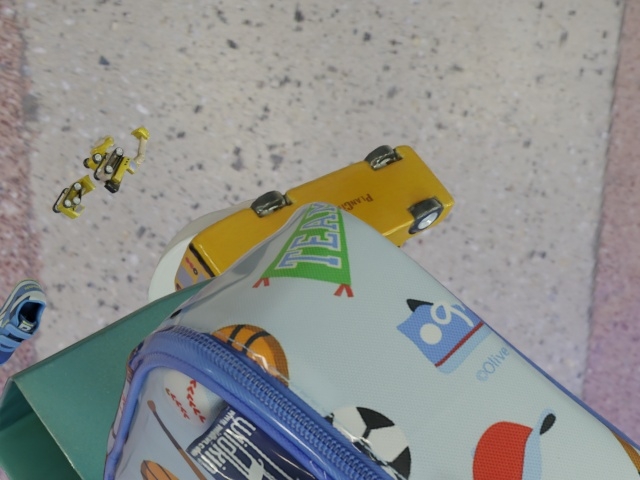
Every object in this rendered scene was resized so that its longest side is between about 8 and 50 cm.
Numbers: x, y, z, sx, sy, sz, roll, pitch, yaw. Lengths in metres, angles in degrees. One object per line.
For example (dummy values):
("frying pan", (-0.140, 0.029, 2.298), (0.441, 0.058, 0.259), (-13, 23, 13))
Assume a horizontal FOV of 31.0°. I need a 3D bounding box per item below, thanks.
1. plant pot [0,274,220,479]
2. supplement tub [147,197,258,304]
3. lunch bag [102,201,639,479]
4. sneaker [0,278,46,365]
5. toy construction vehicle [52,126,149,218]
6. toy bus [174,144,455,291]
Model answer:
("plant pot", (-0.087, 0.126, 0.829), (0.234, 0.165, 0.166), (-32, 82, -30))
("supplement tub", (-0.100, 0.067, 1.651), (0.241, 0.331, 0.241), (1, 97, 9))
("lunch bag", (0.024, 0.134, 0.493), (0.243, 0.303, 0.115), (42, 62, 9))
("sneaker", (-0.454, 0.128, 1.714), (0.053, 0.059, 0.144), (23, 99, -42))
("toy construction vehicle", (-0.218, -0.068, 1.171), (0.035, 0.086, 0.098), (42, 48, -25))
("toy bus", (0.000, 0.000, 1.357), (0.332, 0.108, 0.130), (-24, 156, -36))
